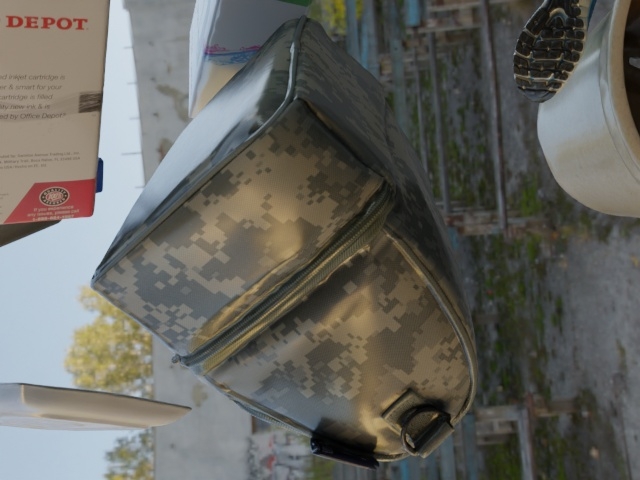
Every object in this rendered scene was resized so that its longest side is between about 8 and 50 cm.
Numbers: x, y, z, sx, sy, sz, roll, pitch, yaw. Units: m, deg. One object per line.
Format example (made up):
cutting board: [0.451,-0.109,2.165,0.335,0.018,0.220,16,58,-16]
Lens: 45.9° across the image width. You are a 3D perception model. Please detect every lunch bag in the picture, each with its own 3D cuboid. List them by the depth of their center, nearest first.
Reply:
lunch bag: [0.000,0.000,0.601,0.256,0.212,0.305,41,-159,-17]

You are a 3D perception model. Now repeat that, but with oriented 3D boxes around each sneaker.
sneaker: [0.239,-0.210,0.727,0.073,0.063,0.162,1,-70,-58]

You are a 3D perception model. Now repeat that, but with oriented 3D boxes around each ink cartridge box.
ink cartridge box: [-0.265,-0.124,0.610,0.092,0.159,0.218,55,139,40]
ink cartridge box: [-0.072,-0.241,0.763,0.212,0.093,0.154,115,156,-48]

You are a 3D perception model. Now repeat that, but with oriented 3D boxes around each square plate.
square plate: [-0.455,0.280,1.246,0.344,0.347,0.049,25,-119,-52]

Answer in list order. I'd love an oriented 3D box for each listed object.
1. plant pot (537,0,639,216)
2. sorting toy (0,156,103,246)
plant pot: [0.388,-0.143,0.788,0.305,0.334,0.333,156,110,-83]
sorting toy: [-0.500,-0.077,1.131,0.047,0.348,0.196,46,151,36]
